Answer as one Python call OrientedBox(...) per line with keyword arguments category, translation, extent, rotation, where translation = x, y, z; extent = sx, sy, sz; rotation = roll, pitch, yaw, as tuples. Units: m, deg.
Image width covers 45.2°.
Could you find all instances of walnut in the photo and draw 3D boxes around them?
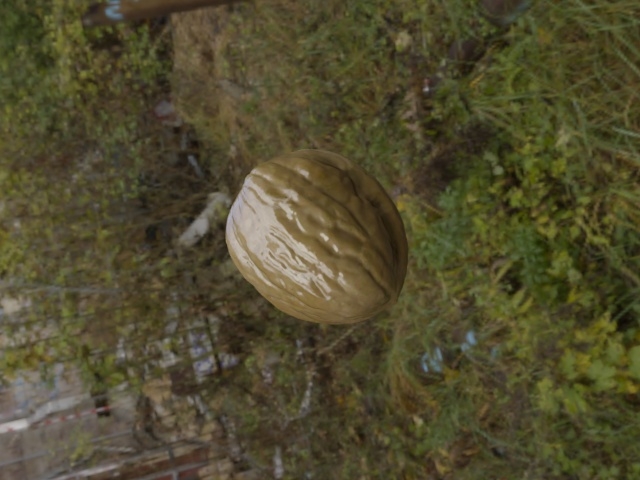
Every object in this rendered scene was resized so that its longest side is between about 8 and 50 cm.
OrientedBox(category="walnut", translation=(0.000, 0.000, 1.027), extent=(0.261, 0.225, 0.225), rotation=(42, 156, 8))
